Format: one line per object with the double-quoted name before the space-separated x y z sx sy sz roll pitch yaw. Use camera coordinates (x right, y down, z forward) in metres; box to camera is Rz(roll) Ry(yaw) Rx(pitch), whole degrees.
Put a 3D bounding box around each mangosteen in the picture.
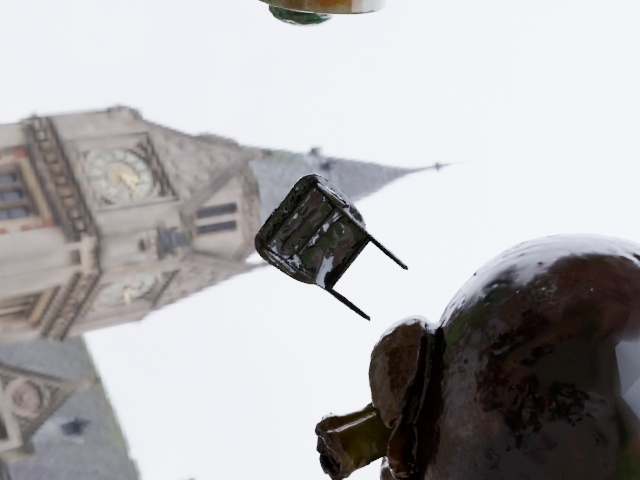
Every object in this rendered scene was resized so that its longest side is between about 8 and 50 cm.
"mangosteen" 0.184 0.148 0.870 0.293 0.297 0.297 -26 -102 39

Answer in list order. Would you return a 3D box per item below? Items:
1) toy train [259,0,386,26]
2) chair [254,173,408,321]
"toy train" 0.002 -0.262 0.655 0.177 0.116 0.285 -118 -148 -67
"chair" -0.002 -0.001 0.413 0.037 0.042 0.086 -50 -162 -1
